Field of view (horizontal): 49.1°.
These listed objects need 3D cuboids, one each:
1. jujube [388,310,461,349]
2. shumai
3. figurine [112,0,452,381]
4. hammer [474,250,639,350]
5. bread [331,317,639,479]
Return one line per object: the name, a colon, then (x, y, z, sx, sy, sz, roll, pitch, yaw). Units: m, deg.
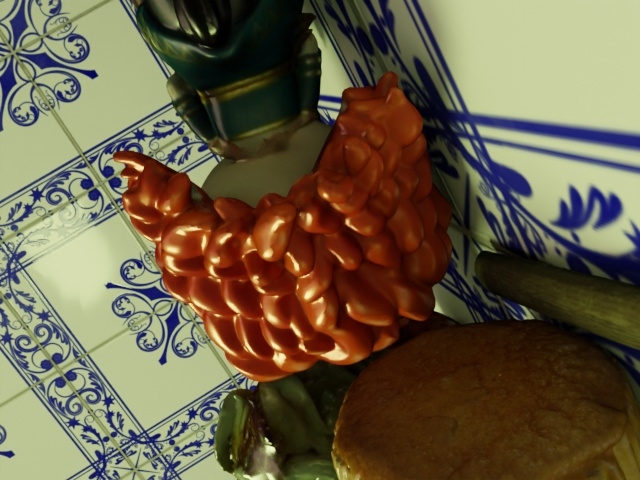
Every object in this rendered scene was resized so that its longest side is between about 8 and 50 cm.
jujube: (0.139, 0.190, 0.785, 0.155, 0.155, 0.230, 101, 147, -83)
shumai: (0.010, 0.197, 0.661, 0.256, 0.218, 0.189, 25, 115, 50)
figurine: (-0.047, -0.097, 0.551, 0.306, 0.241, 0.411, 136, 113, -76)
hammer: (0.142, 0.033, 0.353, 0.111, 0.043, 0.365, 59, 177, -5)
bread: (0.105, 0.128, 0.447, 0.104, 0.199, 0.199, 65, 173, -23)
